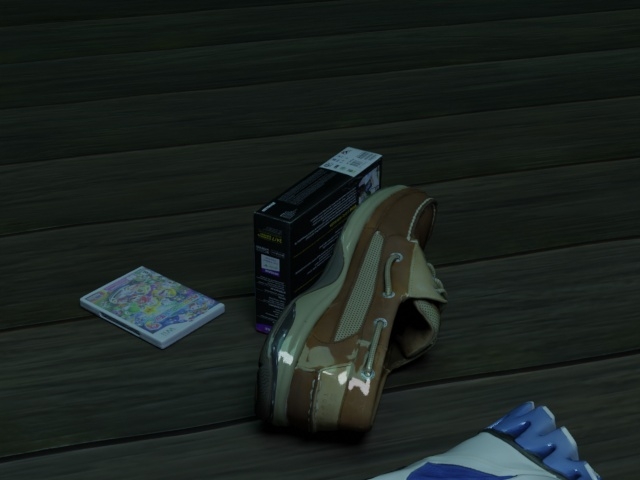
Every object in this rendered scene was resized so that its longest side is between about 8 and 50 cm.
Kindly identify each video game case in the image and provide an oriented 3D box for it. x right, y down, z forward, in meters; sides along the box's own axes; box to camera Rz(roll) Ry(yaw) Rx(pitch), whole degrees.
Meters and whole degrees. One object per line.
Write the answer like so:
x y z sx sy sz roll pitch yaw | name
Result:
-0.170 0.065 1.081 0.122 0.011 0.087 22 35 33 | video game case

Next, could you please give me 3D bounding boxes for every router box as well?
0.000 0.000 1.075 0.046 0.133 0.179 17 33 27 | router box

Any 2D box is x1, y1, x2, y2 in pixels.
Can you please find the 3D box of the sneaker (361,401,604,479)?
0.116 0.211 0.683 0.182 0.127 0.315 -17 10 -11 | sneaker

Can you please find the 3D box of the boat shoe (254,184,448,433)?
0.055 0.067 0.987 0.119 0.123 0.324 16 40 17 | boat shoe
